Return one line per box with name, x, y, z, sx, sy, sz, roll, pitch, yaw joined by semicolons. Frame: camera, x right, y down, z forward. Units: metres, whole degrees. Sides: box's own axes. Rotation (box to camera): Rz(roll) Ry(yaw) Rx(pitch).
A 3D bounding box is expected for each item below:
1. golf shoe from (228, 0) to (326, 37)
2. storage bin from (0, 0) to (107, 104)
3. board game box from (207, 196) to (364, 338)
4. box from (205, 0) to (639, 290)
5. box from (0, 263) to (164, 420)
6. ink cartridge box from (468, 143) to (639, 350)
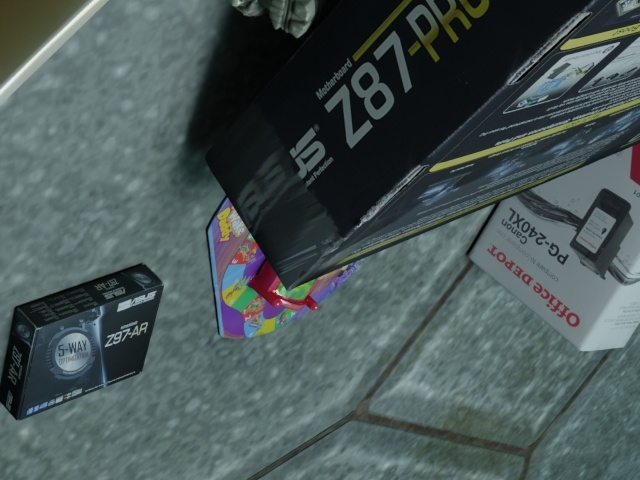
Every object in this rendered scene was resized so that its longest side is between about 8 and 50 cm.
golf shoe;0.000;-0.179;0.756;0.086;0.069;0.176;-46;162;-40
storage bin;-0.217;-0.097;0.486;0.262;0.123;0.260;-45;151;-5
board game box;0.000;0.000;0.982;0.133;0.033;0.168;-34;147;-24
box;0.175;-0.134;0.864;0.395;0.097;0.318;-22;163;-41
box;-0.125;0.053;0.893;0.083;0.018;0.067;-19;140;-40
ink cartridge box;0.184;-0.016;1.128;0.063;0.109;0.150;-2;127;-53
